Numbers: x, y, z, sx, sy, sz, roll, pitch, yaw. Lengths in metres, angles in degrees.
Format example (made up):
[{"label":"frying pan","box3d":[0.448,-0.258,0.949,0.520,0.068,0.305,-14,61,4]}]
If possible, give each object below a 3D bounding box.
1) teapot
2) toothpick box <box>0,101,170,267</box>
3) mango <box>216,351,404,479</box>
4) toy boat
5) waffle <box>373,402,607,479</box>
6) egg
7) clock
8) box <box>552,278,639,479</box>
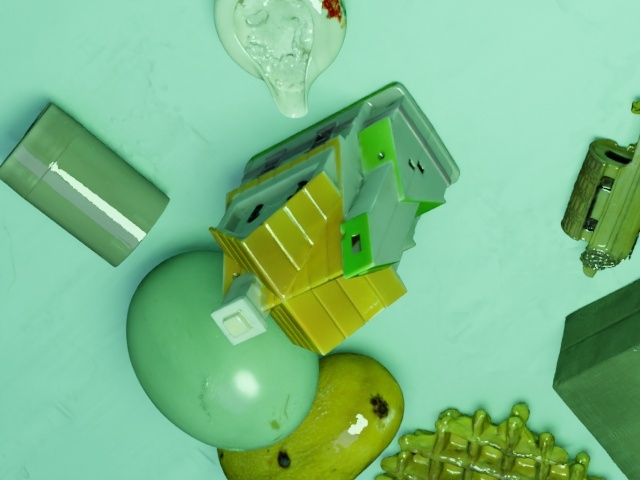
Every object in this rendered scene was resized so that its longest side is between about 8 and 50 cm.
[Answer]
[{"label":"teapot","box3d":[-0.045,-0.249,1.752,0.145,0.092,0.226,-12,115,19]},{"label":"toothpick box","box3d":[-0.278,-0.064,1.914,0.180,0.111,0.111,39,122,-11]},{"label":"mango","box3d":[-0.013,0.236,1.992,0.120,0.177,0.295,35,137,-22]},{"label":"toy boat","box3d":[0.323,-0.063,1.778,0.088,0.068,0.226,21,124,9]},{"label":"waffle","box3d":[0.205,0.316,2.043,0.260,0.069,0.293,46,124,-11]},{"label":"egg","box3d":[-0.115,0.125,1.902,0.203,0.283,0.203,-19,133,-21]},{"label":"clock","box3d":[0.000,0.000,1.759,0.235,0.309,0.166,-26,110,27]},{"label":"box","box3d":[0.394,0.177,1.851,0.149,0.155,0.231,-32,109,29]}]
